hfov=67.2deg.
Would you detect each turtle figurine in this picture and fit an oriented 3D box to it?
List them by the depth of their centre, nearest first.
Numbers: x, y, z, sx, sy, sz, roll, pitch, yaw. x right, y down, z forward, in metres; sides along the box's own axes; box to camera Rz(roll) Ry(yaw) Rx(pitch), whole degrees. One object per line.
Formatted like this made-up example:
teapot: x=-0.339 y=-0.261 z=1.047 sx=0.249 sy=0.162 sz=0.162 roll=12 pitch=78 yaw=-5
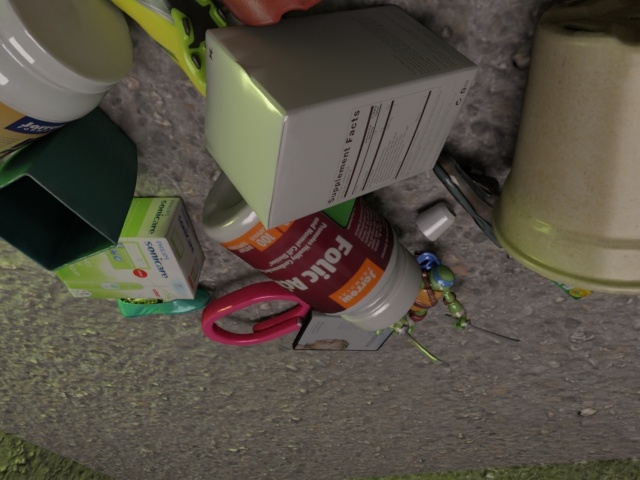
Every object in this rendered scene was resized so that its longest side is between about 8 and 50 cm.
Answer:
turtle figurine: x=0.223 y=0.183 z=1.065 sx=0.275 sy=0.197 sz=0.266 roll=55 pitch=151 yaw=7

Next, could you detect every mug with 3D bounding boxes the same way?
mug: x=0.233 y=-0.044 z=0.952 sx=0.064 sy=0.078 sz=0.062 roll=-40 pitch=89 yaw=29

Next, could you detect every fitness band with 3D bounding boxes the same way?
fitness band: x=-0.160 y=0.188 z=1.205 sx=0.290 sy=0.054 sz=0.209 roll=-25 pitch=142 yaw=21

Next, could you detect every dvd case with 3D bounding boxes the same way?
dvd case: x=0.068 y=0.241 z=1.264 sx=0.252 sy=0.022 sz=0.180 roll=5 pitch=140 yaw=-18

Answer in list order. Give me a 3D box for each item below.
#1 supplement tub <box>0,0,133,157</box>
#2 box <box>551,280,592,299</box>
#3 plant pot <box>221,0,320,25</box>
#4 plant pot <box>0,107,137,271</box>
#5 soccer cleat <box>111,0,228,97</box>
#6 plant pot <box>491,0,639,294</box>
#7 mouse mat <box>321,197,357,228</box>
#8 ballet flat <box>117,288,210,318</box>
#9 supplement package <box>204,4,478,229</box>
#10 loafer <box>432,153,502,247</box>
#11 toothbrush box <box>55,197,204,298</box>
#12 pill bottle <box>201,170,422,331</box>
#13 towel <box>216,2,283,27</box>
supplement tub: x=-0.443 y=-0.247 z=0.657 sx=0.316 sy=0.228 sz=0.228 roll=-16 pitch=134 yaw=23
box: x=0.471 y=0.036 z=0.970 sx=0.179 sy=0.105 sz=0.043 roll=34 pitch=130 yaw=-27
plant pot: x=-0.078 y=-0.383 z=0.463 sx=0.272 sy=0.273 sz=0.265 roll=-17 pitch=142 yaw=23
plant pot: x=-0.416 y=-0.105 z=0.807 sx=0.165 sy=0.234 sz=0.165 roll=-17 pitch=134 yaw=24
soccer cleat: x=-0.215 y=-0.315 z=0.662 sx=0.121 sy=0.093 sz=0.289 roll=6 pitch=142 yaw=49
plant pot: x=0.403 y=-0.152 z=0.641 sx=0.333 sy=0.334 sz=0.306 roll=-6 pitch=126 yaw=12
mouse mat: x=0.016 y=-0.131 z=0.774 sx=0.152 sy=0.190 sz=0.007 roll=38 pitch=146 yaw=-30
ballet flat: x=-0.400 y=0.140 z=1.198 sx=0.247 sy=0.083 sz=0.087 roll=-9 pitch=122 yaw=12
supplement package: x=0.019 y=-0.171 z=0.630 sx=0.292 sy=0.178 sz=0.175 roll=-22 pitch=148 yaw=-29
loafer: x=0.296 y=-0.084 z=0.882 sx=0.084 sy=0.096 sz=0.267 roll=-40 pitch=131 yaw=15
toothbrush box: x=-0.419 y=0.020 z=1.034 sx=0.283 sy=0.122 sz=0.206 roll=0 pitch=138 yaw=4
pill bottle: x=0.000 y=0.000 z=0.889 sx=0.224 sy=0.224 sz=0.392 roll=-29 pitch=128 yaw=33
towel: x=-0.095 y=-0.292 z=0.724 sx=0.113 sy=0.023 sz=0.152 roll=-23 pitch=131 yaw=29
